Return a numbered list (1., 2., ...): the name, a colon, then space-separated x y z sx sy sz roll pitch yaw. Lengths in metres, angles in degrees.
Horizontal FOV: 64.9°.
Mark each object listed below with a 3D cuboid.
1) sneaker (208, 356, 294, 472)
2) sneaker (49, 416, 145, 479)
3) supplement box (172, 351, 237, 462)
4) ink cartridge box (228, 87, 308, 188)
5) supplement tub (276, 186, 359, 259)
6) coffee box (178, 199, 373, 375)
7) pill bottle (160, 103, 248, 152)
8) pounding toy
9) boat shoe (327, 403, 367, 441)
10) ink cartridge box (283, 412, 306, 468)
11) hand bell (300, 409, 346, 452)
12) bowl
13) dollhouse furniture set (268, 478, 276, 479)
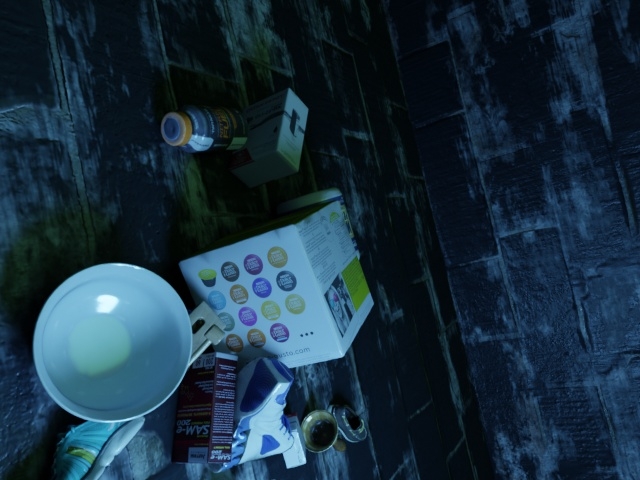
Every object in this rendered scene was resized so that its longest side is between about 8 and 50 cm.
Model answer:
1. sneaker: -0.135 0.425 1.228 0.182 0.315 0.127 16 22 -40
2. sneaker: -0.453 0.401 0.937 0.110 0.107 0.275 47 32 -8
3. supplement box: -0.269 0.391 1.178 0.073 0.130 0.239 26 55 -47
4. ink cartridge box: -0.161 -0.324 1.595 0.114 0.197 0.272 43 43 -42
5. supplement tub: 0.000 0.000 1.688 0.228 0.229 0.316 -24 97 -59
6. coffee box: -0.097 0.115 1.332 0.334 0.338 0.338 70 23 -8
7. pill bottle: -0.321 -0.308 1.393 0.246 0.131 0.130 -21 95 -59
8. pounding toy: -0.299 0.217 1.120 0.094 0.206 0.181 49 36 -7
9. boat shoe: 0.109 0.637 1.744 0.227 0.069 0.081 49 40 -37
10. ink cartridge box: -0.080 0.562 1.423 0.135 0.056 0.099 -173 -113 -87
11. hand bell: 0.038 0.642 1.620 0.242 0.126 0.126 56 34 -49
12. bowl: -0.415 0.202 0.988 0.298 0.134 0.297 17 62 -36
13. dollhouse furniture set: -0.180 0.629 1.148 0.129 0.184 0.129 49 29 -36
